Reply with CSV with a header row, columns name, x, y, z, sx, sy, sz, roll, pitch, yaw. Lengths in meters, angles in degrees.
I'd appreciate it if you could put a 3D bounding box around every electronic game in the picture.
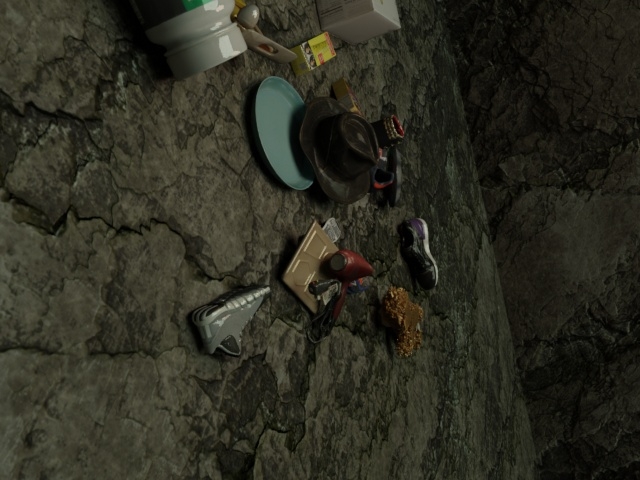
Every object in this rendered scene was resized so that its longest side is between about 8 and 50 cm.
name,x,y,z,sx,sy,sz,roll,pitch,yaw
electronic game,0.264,-0.235,2.302,0.229,0.048,0.230,1,90,-89

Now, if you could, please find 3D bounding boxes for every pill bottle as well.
name,x,y,z,sx,sy,sz,roll,pitch,yaw
pill bottle,-0.301,-0.533,1.291,0.361,0.204,0.204,65,30,-21

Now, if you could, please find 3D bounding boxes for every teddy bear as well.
name,x,y,z,sx,sy,sz,roll,pitch,yaw
teddy bear,0.280,0.277,2.178,0.338,0.113,0.245,6,81,-69

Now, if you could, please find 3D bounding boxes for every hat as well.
name,x,y,z,sx,sy,sz,roll,pitch,yaw
hat,0.092,-0.280,1.847,0.331,0.133,0.332,16,68,-46

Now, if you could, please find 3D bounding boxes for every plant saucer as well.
name,x,y,z,sx,sy,sz,roll,pitch,yaw
plant saucer,-0.102,-0.292,1.737,0.317,0.043,0.318,33,52,-54

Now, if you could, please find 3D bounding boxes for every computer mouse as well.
name,x,y,z,sx,sy,sz,roll,pitch,yaw
computer mouse,0.000,0.000,1.816,0.193,0.042,0.106,-46,115,-51

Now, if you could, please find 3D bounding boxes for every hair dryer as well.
name,x,y,z,sx,sy,sz,roll,pitch,yaw
hair dryer,0.048,0.128,1.740,0.293,0.080,0.224,-36,143,-38

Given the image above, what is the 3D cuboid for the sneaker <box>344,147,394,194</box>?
name,x,y,z,sx,sy,sz,roll,pitch,yaw
sneaker,0.130,-0.291,2.053,0.350,0.148,0.131,47,41,-44

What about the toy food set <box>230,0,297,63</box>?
name,x,y,z,sx,sy,sz,roll,pitch,yaw
toy food set,-0.196,-0.575,1.527,0.306,0.092,0.219,57,23,16

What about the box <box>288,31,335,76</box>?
name,x,y,z,sx,sy,sz,roll,pitch,yaw
box,-0.027,-0.588,1.974,0.087,0.058,0.232,68,29,-17

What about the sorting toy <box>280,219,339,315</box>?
name,x,y,z,sx,sy,sz,roll,pitch,yaw
sorting toy,-0.020,0.074,1.707,0.193,0.038,0.208,-61,139,-24

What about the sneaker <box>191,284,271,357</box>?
name,x,y,z,sx,sy,sz,roll,pitch,yaw
sneaker,-0.184,0.183,1.373,0.228,0.086,0.132,-23,104,-51

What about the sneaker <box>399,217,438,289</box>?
name,x,y,z,sx,sy,sz,roll,pitch,yaw
sneaker,0.363,0.059,2.428,0.124,0.107,0.284,-8,83,-47

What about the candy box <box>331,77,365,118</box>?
name,x,y,z,sx,sy,sz,roll,pitch,yaw
candy box,0.099,-0.448,2.098,0.109,0.053,0.187,48,21,-43

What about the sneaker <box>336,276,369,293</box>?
name,x,y,z,sx,sy,sz,roll,pitch,yaw
sneaker,0.097,0.103,1.902,0.221,0.087,0.083,33,52,-53

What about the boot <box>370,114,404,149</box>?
name,x,y,z,sx,sy,sz,roll,pitch,yaw
boot,0.210,-0.311,2.174,0.237,0.178,0.085,64,31,-22

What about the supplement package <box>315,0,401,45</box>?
name,x,y,z,sx,sy,sz,roll,pitch,yaw
supplement package,0.135,-0.810,2.205,0.261,0.203,0.145,-10,89,-63
